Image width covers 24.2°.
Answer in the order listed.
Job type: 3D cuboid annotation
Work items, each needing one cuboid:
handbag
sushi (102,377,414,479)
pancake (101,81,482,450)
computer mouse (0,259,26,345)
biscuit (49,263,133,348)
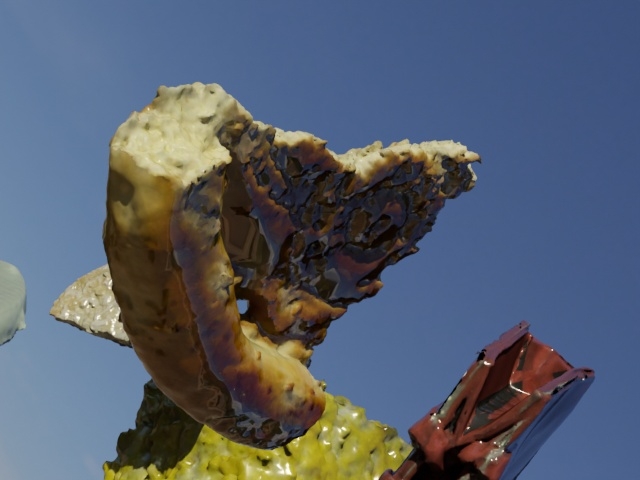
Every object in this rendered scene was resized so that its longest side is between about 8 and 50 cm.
[{"bbox_3d":[0.093,0.183,1.099,0.084,0.260,0.275,39,12,13],"label":"handbag"},{"bbox_3d":[-0.067,0.319,1.844,0.351,0.240,0.396,-4,-30,43],"label":"sushi"},{"bbox_3d":[0.000,0.000,0.809,0.057,0.244,0.266,44,-29,36],"label":"pancake"},{"bbox_3d":[-0.281,0.023,0.851,0.230,0.079,0.128,19,15,1],"label":"computer mouse"},{"bbox_3d":[-0.191,0.075,1.703,0.250,0.133,0.032,22,-20,33],"label":"biscuit"}]
